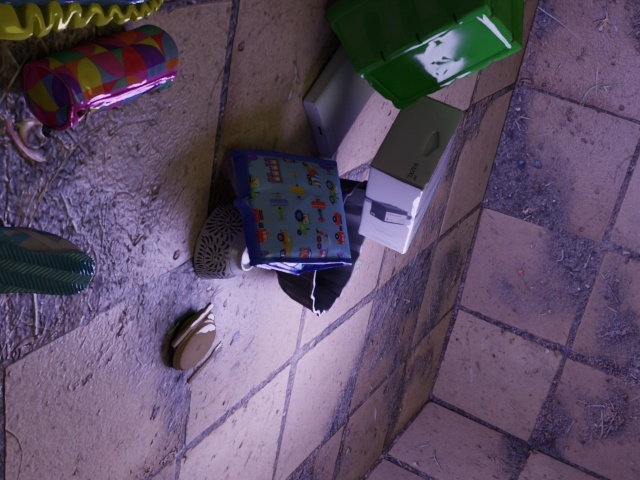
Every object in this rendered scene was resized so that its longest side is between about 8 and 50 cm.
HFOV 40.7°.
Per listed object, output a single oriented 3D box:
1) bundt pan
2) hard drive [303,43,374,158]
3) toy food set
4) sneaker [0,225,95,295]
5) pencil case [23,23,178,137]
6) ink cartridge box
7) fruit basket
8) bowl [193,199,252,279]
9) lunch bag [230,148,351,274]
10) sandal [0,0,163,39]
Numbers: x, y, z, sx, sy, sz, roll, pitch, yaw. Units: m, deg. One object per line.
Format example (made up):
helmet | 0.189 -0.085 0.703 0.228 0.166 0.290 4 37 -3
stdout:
bundt pan | 0.000 0.000 1.982 0.330 0.124 0.330 -55 157 -38
hard drive | 0.069 -0.362 1.935 0.307 0.040 0.203 -58 156 -20
toy food set | -0.256 0.202 1.737 0.132 0.039 0.192 -48 156 -26
sneaker | -0.417 0.020 1.137 0.229 0.092 0.087 20 95 -48
pencil case | -0.292 -0.221 1.172 0.236 0.105 0.104 -42 146 -49
ink cartridge box | 0.193 -0.146 1.913 0.223 0.129 0.307 -61 170 -25
fruit basket | 0.202 -0.510 1.751 0.283 0.392 0.391 30 83 -48
bowl | -0.167 0.012 1.695 0.170 0.080 0.170 -48 151 -38
lunch bag | -0.072 -0.056 1.683 0.293 0.138 0.220 9 71 -62
sandal | -0.298 -0.330 1.035 0.317 0.126 0.138 -36 138 -55
